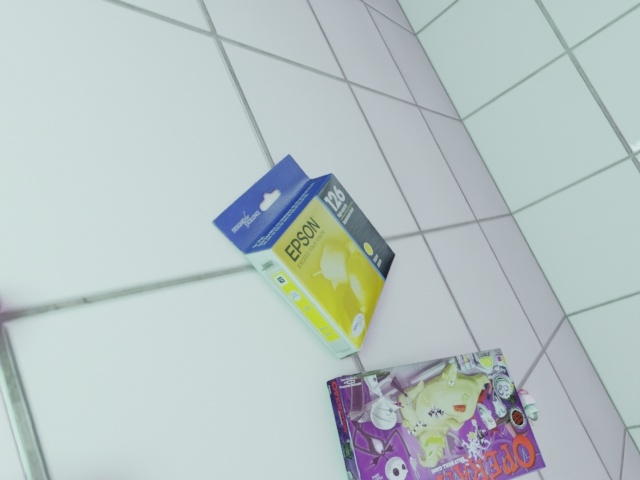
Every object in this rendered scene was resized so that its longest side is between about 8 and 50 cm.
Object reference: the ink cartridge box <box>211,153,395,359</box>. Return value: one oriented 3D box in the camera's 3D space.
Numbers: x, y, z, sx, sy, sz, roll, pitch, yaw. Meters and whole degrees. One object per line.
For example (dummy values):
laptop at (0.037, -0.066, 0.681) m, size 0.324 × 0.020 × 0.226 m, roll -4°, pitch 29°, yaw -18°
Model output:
ink cartridge box at (0.000, 0.000, 0.815) m, size 0.307 × 0.072 × 0.303 m, roll 52°, pitch 36°, yaw -14°

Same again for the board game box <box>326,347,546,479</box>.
board game box at (0.193, 0.301, 0.730) m, size 0.347 × 0.056 × 0.208 m, roll -2°, pitch 68°, yaw -26°

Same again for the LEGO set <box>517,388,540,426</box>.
LEGO set at (0.270, 0.335, 0.869) m, size 0.287 × 0.132 × 0.107 m, roll 4°, pitch 39°, yaw -22°
